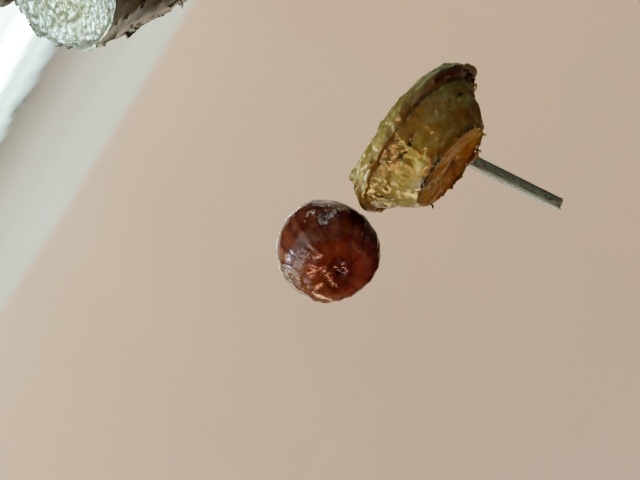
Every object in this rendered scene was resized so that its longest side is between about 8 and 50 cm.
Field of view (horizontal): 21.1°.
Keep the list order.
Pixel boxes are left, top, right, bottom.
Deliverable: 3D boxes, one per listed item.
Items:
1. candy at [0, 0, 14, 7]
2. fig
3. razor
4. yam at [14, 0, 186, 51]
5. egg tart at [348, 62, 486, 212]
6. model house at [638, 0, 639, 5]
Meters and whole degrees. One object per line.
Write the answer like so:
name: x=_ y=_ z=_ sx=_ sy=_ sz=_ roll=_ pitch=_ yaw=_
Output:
candy: x=-0.381 y=-0.411 z=1.792 sx=0.427 sy=0.186 sz=0.386 roll=9 pitch=66 yaw=49
fig: x=0.009 y=0.012 z=2.045 sx=0.128 sy=0.128 sz=0.150 roll=-51 pitch=-1 yaw=3
razor: x=0.241 y=-0.088 z=2.287 sx=0.036 sy=0.211 sz=0.084 roll=-27 pitch=46 yaw=43
yam: x=-0.273 y=-0.411 z=2.407 sx=0.348 sy=0.241 sz=0.241 roll=-34 pitch=-16 yaw=-51
egg tart: x=0.124 y=-0.108 z=1.994 sx=0.212 sy=0.090 sz=0.212 roll=-46 pitch=-16 yaw=-17
model house: x=0.484 y=-0.359 z=2.278 sx=0.202 sy=0.237 sz=0.237 roll=-28 pitch=-45 yaw=-23
